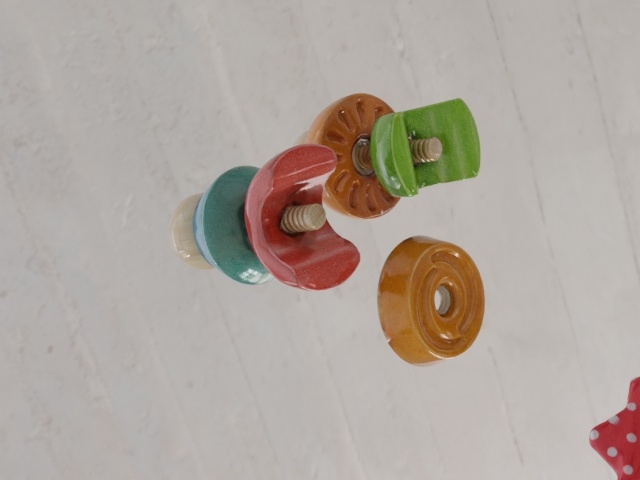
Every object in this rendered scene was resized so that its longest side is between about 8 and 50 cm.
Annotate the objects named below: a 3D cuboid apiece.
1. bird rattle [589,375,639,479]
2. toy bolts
[{"bbox_3d":[0.304,0.130,0.882,0.143,0.207,0.253,34,116,-13],"label":"bird rattle"},{"bbox_3d":[0.000,0.000,0.928,0.158,0.228,0.218,-5,96,48],"label":"toy bolts"}]
